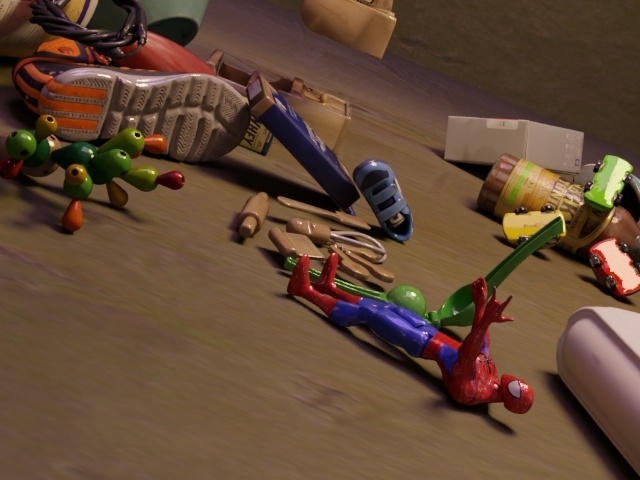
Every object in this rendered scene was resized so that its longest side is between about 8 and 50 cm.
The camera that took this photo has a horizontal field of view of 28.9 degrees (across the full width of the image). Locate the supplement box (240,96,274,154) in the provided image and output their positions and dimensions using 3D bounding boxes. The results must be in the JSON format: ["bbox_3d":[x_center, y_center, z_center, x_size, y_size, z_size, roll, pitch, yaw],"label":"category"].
[{"bbox_3d":[-0.106,-0.176,1.874,0.083,0.056,0.083,22,15,-2],"label":"supplement box"}]

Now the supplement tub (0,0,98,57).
[{"bbox_3d":[-0.471,-0.364,1.641,0.241,0.241,0.331,28,16,18],"label":"supplement tub"}]

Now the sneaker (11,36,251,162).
[{"bbox_3d":[-0.251,-0.200,1.623,0.321,0.125,0.180,9,22,-42],"label":"sneaker"}]

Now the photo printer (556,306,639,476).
[{"bbox_3d":[0.401,0.179,1.318,0.256,0.107,0.307,18,16,-17],"label":"photo printer"}]

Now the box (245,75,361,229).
[{"bbox_3d":[-0.013,-0.120,1.687,0.225,0.036,0.136,48,8,-18],"label":"box"}]

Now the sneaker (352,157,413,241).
[{"bbox_3d":[0.089,-0.054,1.663,0.144,0.053,0.059,55,8,-46],"label":"sneaker"}]

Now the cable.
[{"bbox_3d":[-0.296,-0.291,1.593,0.150,0.047,0.184,7,36,-14],"label":"cable"}]

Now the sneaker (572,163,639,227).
[{"bbox_3d":[0.556,-0.081,2.398,0.178,0.124,0.295,22,13,-41],"label":"sneaker"}]

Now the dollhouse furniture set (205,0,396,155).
[{"bbox_3d":[-0.017,-0.379,2.044,0.256,0.394,0.362,21,15,-5],"label":"dollhouse furniture set"}]

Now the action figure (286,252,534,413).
[{"bbox_3d":[0.109,0.065,1.246,0.280,0.139,0.091,34,20,27],"label":"action figure"}]

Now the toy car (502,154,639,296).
[{"bbox_3d":[0.429,-0.035,1.962,0.239,0.225,0.053,27,-25,14],"label":"toy car"}]

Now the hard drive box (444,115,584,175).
[{"bbox_3d":[0.382,-0.185,2.435,0.181,0.089,0.232,8,4,37],"label":"hard drive box"}]

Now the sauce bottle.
[{"bbox_3d":[0.433,-0.031,2.052,0.344,0.111,0.111,26,16,13],"label":"sauce bottle"}]

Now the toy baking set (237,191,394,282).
[{"bbox_3d":[-0.006,-0.002,1.502,0.196,0.030,0.256,24,16,-7],"label":"toy baking set"}]

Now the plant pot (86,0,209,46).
[{"bbox_3d":[-0.300,-0.423,2.102,0.290,0.290,0.195,0,62,-54],"label":"plant pot"}]

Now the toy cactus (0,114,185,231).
[{"bbox_3d":[-0.263,-0.076,1.291,0.180,0.112,0.219,11,9,33],"label":"toy cactus"}]

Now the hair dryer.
[{"bbox_3d":[-0.247,-0.238,1.783,0.223,0.080,0.293,21,-10,0],"label":"hair dryer"}]

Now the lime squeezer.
[{"bbox_3d":[0.119,0.052,1.376,0.310,0.110,0.059,-8,36,1],"label":"lime squeezer"}]
